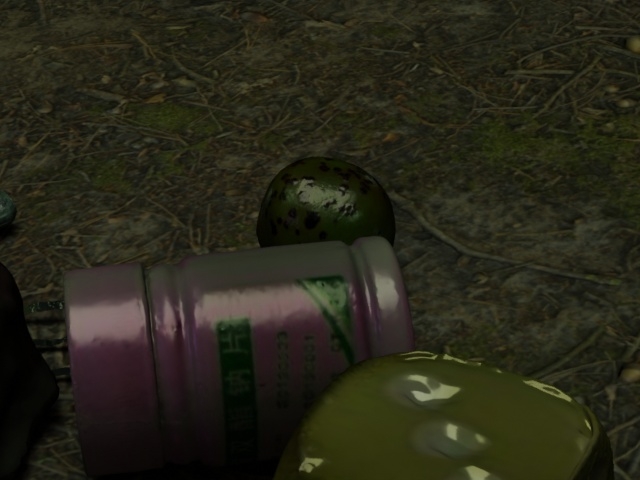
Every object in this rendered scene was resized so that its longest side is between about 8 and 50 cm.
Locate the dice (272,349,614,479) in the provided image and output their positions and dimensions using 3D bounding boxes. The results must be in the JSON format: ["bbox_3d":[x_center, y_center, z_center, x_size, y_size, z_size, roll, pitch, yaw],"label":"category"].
[{"bbox_3d":[0.101,0.247,1.391,0.238,0.227,0.233,16,36,26],"label":"dice"}]

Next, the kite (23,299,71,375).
[{"bbox_3d":[-0.353,0.113,1.832,0.360,0.022,0.204,-5,34,-2],"label":"kite"}]

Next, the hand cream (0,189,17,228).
[{"bbox_3d":[-0.456,-0.011,2.018,0.175,0.046,0.095,-29,41,-25],"label":"hand cream"}]

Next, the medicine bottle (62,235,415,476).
[{"bbox_3d":[-0.080,0.113,1.631,0.325,0.212,0.212,-6,32,-7],"label":"medicine bottle"}]

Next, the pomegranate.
[{"bbox_3d":[0.000,0.000,1.878,0.159,0.159,0.205,5,58,12],"label":"pomegranate"}]

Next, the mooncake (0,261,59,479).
[{"bbox_3d":[-0.442,0.163,1.591,0.350,0.212,0.381,-14,32,-2],"label":"mooncake"}]
